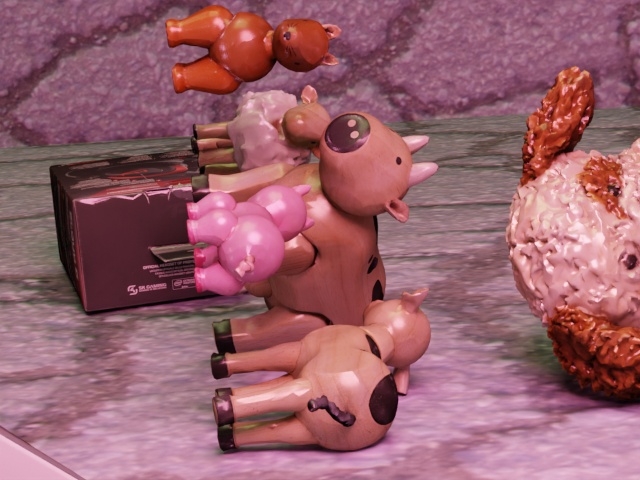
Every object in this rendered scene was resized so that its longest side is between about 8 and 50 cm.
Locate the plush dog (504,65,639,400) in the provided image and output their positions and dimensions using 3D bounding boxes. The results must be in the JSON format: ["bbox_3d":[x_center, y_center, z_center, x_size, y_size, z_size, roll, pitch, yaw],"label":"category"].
[{"bbox_3d":[0.229,0.000,1.037,0.225,0.262,0.210,1,-26,-27],"label":"plush dog"}]

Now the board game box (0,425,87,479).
[{"bbox_3d":[-0.245,0.084,0.712,0.224,0.097,0.303,39,-13,-30],"label":"board game box"}]

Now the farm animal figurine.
[{"bbox_3d":[0.000,0.000,1.059,0.172,0.330,0.327,-8,-17,-3],"label":"farm animal figurine"}]

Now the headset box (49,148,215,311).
[{"bbox_3d":[-0.140,-0.017,1.464,0.218,0.110,0.293,-8,11,-14],"label":"headset box"}]
